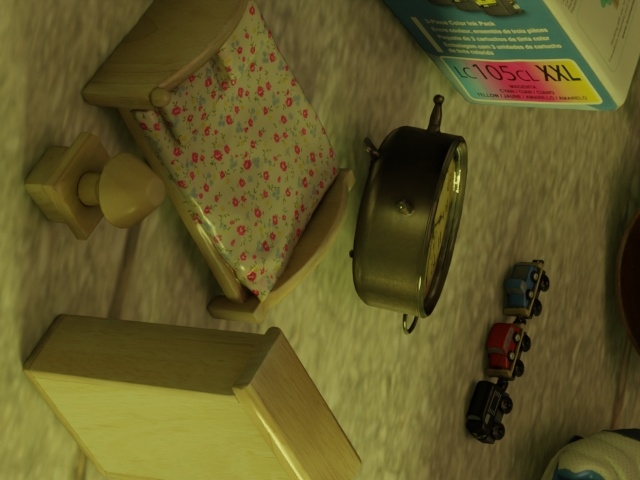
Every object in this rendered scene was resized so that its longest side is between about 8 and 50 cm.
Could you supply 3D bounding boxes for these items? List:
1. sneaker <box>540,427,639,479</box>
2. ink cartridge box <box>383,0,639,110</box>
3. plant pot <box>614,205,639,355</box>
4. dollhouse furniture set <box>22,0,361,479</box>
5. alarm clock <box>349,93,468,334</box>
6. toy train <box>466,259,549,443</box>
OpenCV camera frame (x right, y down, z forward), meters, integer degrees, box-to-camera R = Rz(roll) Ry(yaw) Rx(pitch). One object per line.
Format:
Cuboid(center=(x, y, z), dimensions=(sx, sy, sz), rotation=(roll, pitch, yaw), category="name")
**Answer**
Cuboid(center=(0.232, 0.315, 1.627), dimensions=(0.236, 0.130, 0.323), rotation=(8, 91, -44), category="sneaker")
Cuboid(center=(0.109, -0.309, 1.363), dimensions=(0.395, 0.151, 0.270), rotation=(47, 56, -47), category="ink cartridge box")
Cuboid(center=(0.396, 0.028, 1.765), dimensions=(0.230, 0.215, 0.215), rotation=(-12, 103, -68), category="plant pot")
Cuboid(center=(0.000, 0.000, 1.227), dimensions=(0.355, 0.174, 0.303), rotation=(-57, 135, -33), category="dollhouse furniture set")
Cuboid(center=(0.062, -0.001, 1.388), dimensions=(0.192, 0.064, 0.129), rotation=(84, 21, -47), category="alarm clock")
Cuboid(center=(0.147, 0.083, 1.557), dimensions=(0.036, 0.027, 0.158), rotation=(34, 66, -38), category="toy train")
